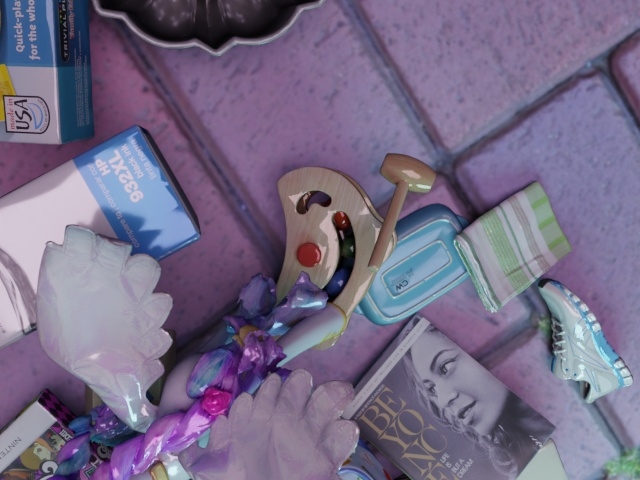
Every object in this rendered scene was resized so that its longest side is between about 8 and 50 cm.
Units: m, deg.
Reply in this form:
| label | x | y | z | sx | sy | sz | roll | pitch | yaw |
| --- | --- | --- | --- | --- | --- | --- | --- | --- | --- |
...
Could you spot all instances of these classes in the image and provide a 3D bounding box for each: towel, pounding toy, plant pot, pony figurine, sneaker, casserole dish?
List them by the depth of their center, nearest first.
| label | x | y | z | sx | sy | sz | roll | pitch | yaw |
| --- | --- | --- | --- | --- | --- | --- | --- | --- | --- |
| pony figurine | -0.115 | 0.156 | 0.760 | 0.302 | 0.363 | 0.351 | 37 | 120 | 12 |
| pounding toy | 0.000 | 0.000 | 0.926 | 0.154 | 0.155 | 0.270 | 31 | 98 | 6 |
| plant pot | -0.224 | 0.168 | 0.951 | 0.109 | 0.096 | 0.109 | 1 | 97 | -10 |
| casserole dish | 0.117 | 0.033 | 1.026 | 0.188 | 0.037 | 0.114 | -31 | 101 | -4 |
| towel | 0.247 | 0.006 | 1.032 | 0.152 | 0.023 | 0.113 | -33 | 104 | -21 |
| sneaker | 0.328 | 0.136 | 1.062 | 0.083 | 0.071 | 0.191 | -36 | 102 | 2 |

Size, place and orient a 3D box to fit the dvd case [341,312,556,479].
| label | x | y | z | sx | sy | sz | roll | pitch | yaw |
| --- | --- | --- | --- | --- | --- | --- | --- | --- | --- |
| dvd case | 0.153 | 0.221 | 1.009 | 0.221 | 0.018 | 0.164 | 40 | 80 | 12 |

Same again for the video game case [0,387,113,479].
| label | x | y | z | sx | sy | sz | roll | pitch | yaw |
| --- | --- | --- | --- | --- | --- | --- | --- | --- | --- |
| video game case | -0.312 | 0.321 | 0.956 | 0.210 | 0.042 | 0.232 | -41 | 100 | 11 |

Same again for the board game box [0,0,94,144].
| label | x | y | z | sx | sy | sz | roll | pitch | yaw |
| --- | --- | --- | --- | --- | --- | --- | --- | --- | --- |
| board game box | -0.401 | -0.231 | 0.806 | 0.335 | 0.079 | 0.254 | 3 | 103 | 10 |

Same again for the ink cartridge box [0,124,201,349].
| label | x | y | z | sx | sy | sz | roll | pitch | yaw |
| --- | --- | --- | --- | --- | --- | --- | --- | --- | --- |
| ink cartridge box | -0.290 | 0.007 | 0.852 | 0.307 | 0.223 | 0.129 | -30 | 101 | -5 |

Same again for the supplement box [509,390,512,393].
| label | x | y | z | sx | sy | sz | roll | pitch | yaw |
| --- | --- | --- | --- | --- | --- | --- | --- | --- | --- |
| supplement box | 0.206 | 0.227 | 1.054 | 0.098 | 0.062 | 0.036 | -36 | 103 | -3 |

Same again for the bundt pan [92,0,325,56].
| label | x | y | z | sx | sy | sz | roll | pitch | yaw |
| --- | --- | --- | --- | --- | --- | --- | --- | --- | --- |
| bundt pan | -0.130 | -0.364 | 0.884 | 0.330 | 0.124 | 0.331 | -2 | 98 | -11 |

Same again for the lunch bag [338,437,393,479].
| label | x | y | z | sx | sy | sz | roll | pitch | yaw |
| --- | --- | --- | --- | --- | --- | --- | --- | --- | --- |
| lunch bag | -0.029 | 0.376 | 0.915 | 0.303 | 0.115 | 0.243 | -34 | 111 | 2 |

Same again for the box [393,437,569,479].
| label | x | y | z | sx | sy | sz | roll | pitch | yaw |
| --- | --- | --- | --- | --- | --- | --- | --- | --- | --- |
| box | 0.179 | 0.343 | 1.048 | 0.275 | 0.094 | 0.113 | -23 | 101 | -7 |
